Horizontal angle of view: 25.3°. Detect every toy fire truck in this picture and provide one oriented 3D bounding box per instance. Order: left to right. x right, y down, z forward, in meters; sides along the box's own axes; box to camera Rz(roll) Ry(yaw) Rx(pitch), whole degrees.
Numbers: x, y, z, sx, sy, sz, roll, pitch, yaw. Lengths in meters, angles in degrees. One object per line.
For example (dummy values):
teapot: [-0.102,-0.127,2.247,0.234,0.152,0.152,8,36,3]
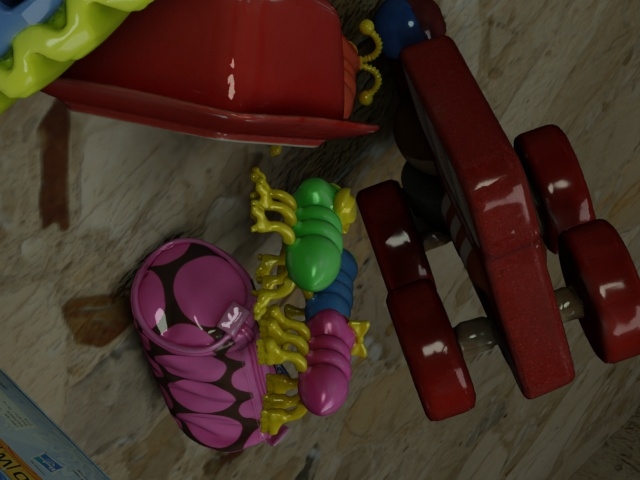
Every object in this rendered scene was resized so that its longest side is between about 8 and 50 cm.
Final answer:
toy fire truck: [0.108,-0.040,1.007,0.169,0.302,0.254,-18,129,2]

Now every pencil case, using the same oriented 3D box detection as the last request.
pencil case: [-0.076,0.084,1.051,0.095,0.098,0.209,-44,156,-16]

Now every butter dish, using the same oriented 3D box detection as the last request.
butter dish: [-0.058,-0.117,0.760,0.160,0.159,0.118,-2,104,-61]

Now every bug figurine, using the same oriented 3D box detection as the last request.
bug figurine: [0.000,0.000,0.957,0.216,0.072,0.279,-82,174,-47]

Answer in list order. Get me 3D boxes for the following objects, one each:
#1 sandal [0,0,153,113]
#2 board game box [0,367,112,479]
sandal: [-0.103,-0.166,0.616,0.317,0.138,0.126,-39,-164,10]
board game box: [-0.211,0.117,0.567,0.066,0.318,0.318,-57,156,15]
